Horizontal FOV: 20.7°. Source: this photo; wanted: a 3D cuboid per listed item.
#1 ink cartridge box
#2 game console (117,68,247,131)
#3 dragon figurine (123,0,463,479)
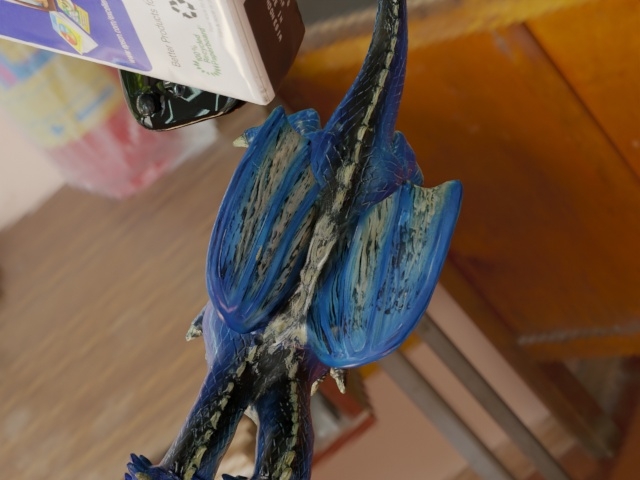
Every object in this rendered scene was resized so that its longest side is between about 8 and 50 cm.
[{"bbox_3d":[-0.198,-0.181,0.935,0.371,0.175,0.069,14,64,18],"label":"ink cartridge box"},{"bbox_3d":[-0.097,-0.247,1.008,0.044,0.361,0.213,-13,1,-41],"label":"game console"},{"bbox_3d":[0.000,0.000,0.673,0.144,0.085,0.289,-125,56,-83],"label":"dragon figurine"}]
